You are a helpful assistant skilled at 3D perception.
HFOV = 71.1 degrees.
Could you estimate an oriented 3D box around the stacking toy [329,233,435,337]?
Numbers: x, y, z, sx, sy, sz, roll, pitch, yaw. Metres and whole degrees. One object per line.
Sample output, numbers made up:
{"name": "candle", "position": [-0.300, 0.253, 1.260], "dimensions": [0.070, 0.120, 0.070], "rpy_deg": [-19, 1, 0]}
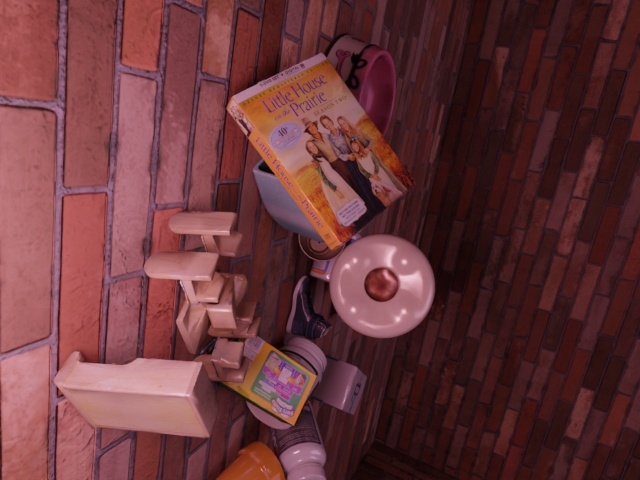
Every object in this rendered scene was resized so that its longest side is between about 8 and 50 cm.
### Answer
{"name": "stacking toy", "position": [0.228, 0.182, 1.686], "dimensions": [0.480, 0.351, 0.350], "rpy_deg": [55, 54, -77]}

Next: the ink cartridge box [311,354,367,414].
{"name": "ink cartridge box", "position": [0.075, 0.670, 2.085], "dimensions": [0.197, 0.198, 0.270], "rpy_deg": [-67, 157, -18]}

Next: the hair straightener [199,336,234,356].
{"name": "hair straightener", "position": [-0.282, 0.262, 1.234], "dimensions": [0.230, 0.047, 0.089], "rpy_deg": [-47, 145, -38]}

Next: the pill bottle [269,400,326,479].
{"name": "pill bottle", "position": [-0.080, 0.735, 1.609], "dimensions": [0.318, 0.176, 0.176], "rpy_deg": [-117, -157, -55]}

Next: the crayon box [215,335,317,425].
{"name": "crayon box", "position": [-0.162, 0.413, 1.344], "dimensions": [0.278, 0.081, 0.165], "rpy_deg": [40, 61, -21]}

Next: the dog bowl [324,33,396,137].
{"name": "dog bowl", "position": [0.132, -0.480, 1.536], "dimensions": [0.408, 0.150, 0.408], "rpy_deg": [-45, 144, -47]}

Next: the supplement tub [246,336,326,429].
{"name": "supplement tub", "position": [-0.113, 0.490, 1.556], "dimensions": [0.272, 0.191, 0.191], "rpy_deg": [-47, 145, -46]}

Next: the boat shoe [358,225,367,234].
{"name": "boat shoe", "position": [0.172, -0.131, 1.912], "dimensions": [0.302, 0.113, 0.103], "rpy_deg": [-58, 155, -10]}

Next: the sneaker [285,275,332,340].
{"name": "sneaker", "position": [-0.026, 0.252, 1.639], "dimensions": [0.086, 0.163, 0.226], "rpy_deg": [-3, 106, -64]}

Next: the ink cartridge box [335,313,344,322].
{"name": "ink cartridge box", "position": [0.166, 0.186, 2.168], "dimensions": [0.385, 0.091, 0.308], "rpy_deg": [-54, 154, -73]}

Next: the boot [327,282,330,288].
{"name": "boot", "position": [0.118, 0.115, 1.874], "dimensions": [0.207, 0.090, 0.248], "rpy_deg": [-24, 121, -9]}

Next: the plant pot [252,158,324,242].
{"name": "plant pot", "position": [-0.019, -0.142, 1.314], "dimensions": [0.248, 0.247, 0.252], "rpy_deg": [-55, 156, -37]}

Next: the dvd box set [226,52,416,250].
{"name": "dvd box set", "position": [0.017, -0.229, 1.107], "dimensions": [0.308, 0.420, 0.062], "rpy_deg": [-38, -176, -30]}

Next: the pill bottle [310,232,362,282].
{"name": "pill bottle", "position": [0.072, 0.030, 1.723], "dimensions": [0.152, 0.152, 0.272], "rpy_deg": [35, 73, -66]}

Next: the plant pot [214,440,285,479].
{"name": "plant pot", "position": [-0.251, 0.805, 1.477], "dimensions": [0.188, 0.205, 0.205], "rpy_deg": [-15, 119, -45]}

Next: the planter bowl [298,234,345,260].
{"name": "planter bowl", "position": [0.000, 0.000, 1.569], "dimensions": [0.109, 0.162, 0.162], "rpy_deg": [124, -11, -77]}

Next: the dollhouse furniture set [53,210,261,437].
{"name": "dollhouse furniture set", "position": [-0.317, 0.191, 0.971], "dimensions": [0.394, 0.257, 0.362], "rpy_deg": [-80, 169, -48]}
